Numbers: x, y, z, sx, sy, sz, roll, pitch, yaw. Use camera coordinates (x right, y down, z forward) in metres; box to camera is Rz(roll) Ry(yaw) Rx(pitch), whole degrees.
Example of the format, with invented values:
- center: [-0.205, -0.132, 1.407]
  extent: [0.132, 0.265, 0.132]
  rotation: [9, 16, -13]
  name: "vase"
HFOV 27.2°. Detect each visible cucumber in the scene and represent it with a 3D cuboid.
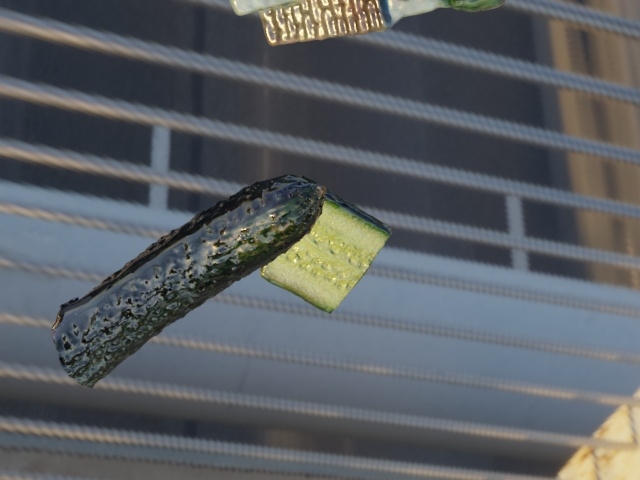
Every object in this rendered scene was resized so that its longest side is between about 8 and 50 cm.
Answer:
- center: [-0.098, 0.019, 0.998]
  extent: [0.067, 0.245, 0.067]
  rotation: [52, 13, -18]
  name: "cucumber"
- center: [0.000, 0.000, 1.353]
  extent: [0.115, 0.116, 0.062]
  rotation: [30, 23, -14]
  name: "cucumber"

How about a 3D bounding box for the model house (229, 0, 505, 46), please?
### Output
- center: [0.023, -0.430, 1.616]
  extent: [0.339, 0.297, 0.360]
  rotation: [-13, 108, 8]
  name: "model house"
